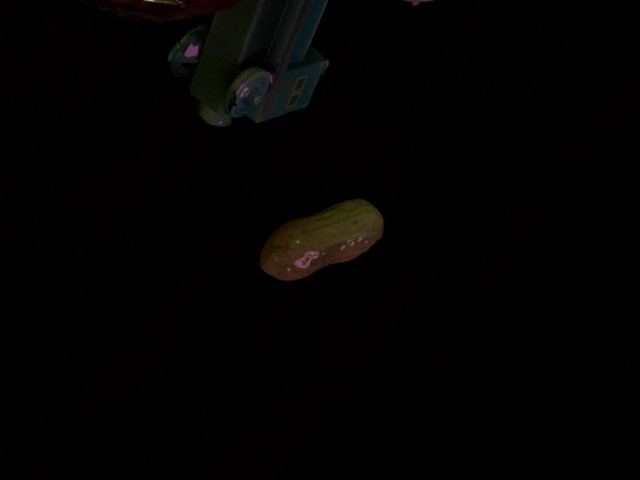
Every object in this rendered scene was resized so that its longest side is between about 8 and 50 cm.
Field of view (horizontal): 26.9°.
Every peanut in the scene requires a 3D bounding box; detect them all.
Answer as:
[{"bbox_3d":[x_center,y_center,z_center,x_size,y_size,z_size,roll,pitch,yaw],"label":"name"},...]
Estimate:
[{"bbox_3d":[0.000,0.000,2.035,0.214,0.090,0.099,-19,176,-30],"label":"peanut"}]

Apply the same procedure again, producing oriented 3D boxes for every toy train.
[{"bbox_3d":[-0.052,-0.271,1.541,0.194,0.120,0.298,-25,147,-49],"label":"toy train"}]

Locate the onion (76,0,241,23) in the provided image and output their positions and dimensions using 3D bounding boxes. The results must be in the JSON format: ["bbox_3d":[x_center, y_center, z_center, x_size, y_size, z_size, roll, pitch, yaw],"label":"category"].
[{"bbox_3d":[-0.109,-0.334,1.132,0.354,0.353,0.353,-29,151,-18],"label":"onion"}]

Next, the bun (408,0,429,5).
[{"bbox_3d":[0.119,-0.372,1.485,0.229,0.145,0.229,-48,148,-44],"label":"bun"}]
